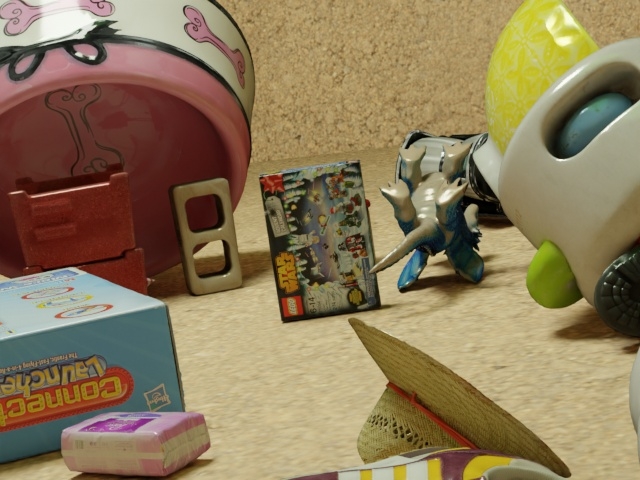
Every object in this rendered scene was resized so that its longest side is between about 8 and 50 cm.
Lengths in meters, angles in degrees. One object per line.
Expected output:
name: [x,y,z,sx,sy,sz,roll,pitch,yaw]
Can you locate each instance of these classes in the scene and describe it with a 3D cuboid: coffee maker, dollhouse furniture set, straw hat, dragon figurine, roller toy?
coffee maker: [0.207,-0.085,1.840,0.171,0.120,0.178,-12,9,-29]
dollhouse furniture set: [-0.121,-0.013,1.536,0.374,0.152,0.201,-10,8,-11]
straw hat: [0.054,0.105,0.781,0.061,0.144,0.144,-52,18,-9]
dragon figurine: [0.111,-0.001,1.441,0.085,0.144,0.289,-5,27,12]
roller toy: [0.243,-0.054,1.160,0.209,0.191,0.146,-14,50,-35]

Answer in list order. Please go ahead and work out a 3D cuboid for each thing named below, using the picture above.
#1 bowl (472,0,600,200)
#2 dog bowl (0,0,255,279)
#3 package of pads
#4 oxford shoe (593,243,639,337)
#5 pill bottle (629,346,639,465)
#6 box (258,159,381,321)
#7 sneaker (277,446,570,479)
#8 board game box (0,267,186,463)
bowl: [0.239,-0.082,1.407,0.156,0.289,0.289,-37,2,12]
dog bowl: [-0.260,-0.107,1.677,0.408,0.408,0.150,-10,49,-7]
package of pads: [-0.116,0.127,0.939,0.083,0.032,0.050,-4,8,33]
oxford shoe: [0.296,0.030,1.104,0.227,0.082,0.096,-13,-14,-19]
pill bottle: [0.190,0.081,0.557,0.131,0.131,0.229,-9,7,0]
box: [0.000,0.000,1.363,0.094,0.137,0.027,-9,7,3]
sneaker: [0.030,0.127,0.632,0.186,0.069,0.084,-16,5,-39]
board game box: [-0.293,0.102,1.126,0.308,0.086,0.302,-11,8,-20]
